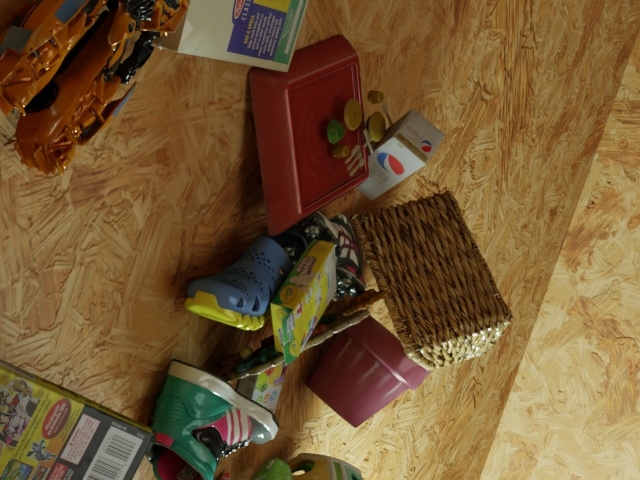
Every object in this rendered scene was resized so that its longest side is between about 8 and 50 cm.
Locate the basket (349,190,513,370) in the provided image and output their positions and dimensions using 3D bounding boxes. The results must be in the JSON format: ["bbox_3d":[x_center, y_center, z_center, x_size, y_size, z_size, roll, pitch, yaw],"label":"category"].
[{"bbox_3d":[0.176,0.091,1.994,0.223,0.299,0.213,-15,157,-20],"label":"basket"}]

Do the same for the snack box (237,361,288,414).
[{"bbox_3d":[-0.109,0.273,1.857,0.100,0.037,0.141,-6,115,-60],"label":"snack box"}]

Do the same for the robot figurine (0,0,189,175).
[{"bbox_3d":[-0.245,-0.221,1.162,0.291,0.085,0.211,-57,153,-22],"label":"robot figurine"}]

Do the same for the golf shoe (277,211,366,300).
[{"bbox_3d":[0.000,0.000,1.821,0.273,0.105,0.120,57,32,-56],"label":"golf shoe"}]

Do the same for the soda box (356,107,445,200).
[{"bbox_3d":[0.119,-0.141,1.805,0.069,0.074,0.216,-55,-171,-25],"label":"soda box"}]

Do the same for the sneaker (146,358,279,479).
[{"bbox_3d":[-0.173,0.315,1.663,0.295,0.124,0.178,46,63,-54],"label":"sneaker"}]

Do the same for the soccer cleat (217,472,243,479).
[{"bbox_3d":[-0.192,0.453,1.808,0.196,0.068,0.076,-6,118,-65],"label":"soccer cleat"}]

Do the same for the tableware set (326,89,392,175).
[{"bbox_3d":[0.058,-0.180,1.675,0.154,0.024,0.104,-52,133,-37],"label":"tableware set"}]

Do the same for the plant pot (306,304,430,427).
[{"bbox_3d":[0.078,0.249,2.045,0.180,0.201,0.201,-48,152,-4],"label":"plant pot"}]

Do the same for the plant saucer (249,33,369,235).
[{"bbox_3d":[-0.002,-0.165,1.646,0.259,0.048,0.258,-33,124,-51],"label":"plant saucer"}]

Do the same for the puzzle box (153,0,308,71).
[{"bbox_3d":[-0.074,-0.427,1.369,0.272,0.052,0.408,-5,114,-62],"label":"puzzle box"}]

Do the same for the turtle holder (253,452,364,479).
[{"bbox_3d":[-0.035,0.518,2.020,0.320,0.243,0.227,26,66,-25],"label":"turtle holder"}]

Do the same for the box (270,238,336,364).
[{"bbox_3d":[-0.028,0.093,1.620,0.179,0.043,0.105,-60,155,-45],"label":"box"}]

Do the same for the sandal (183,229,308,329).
[{"bbox_3d":[-0.102,0.054,1.623,0.317,0.126,0.138,-11,117,-70],"label":"sandal"}]

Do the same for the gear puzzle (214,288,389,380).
[{"bbox_3d":[-0.016,0.140,1.752,0.339,0.175,0.044,-25,91,-34],"label":"gear puzzle"}]

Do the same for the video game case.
[{"bbox_3d":[-0.360,0.298,1.252,0.248,0.035,0.274,32,80,-30],"label":"video game case"}]
